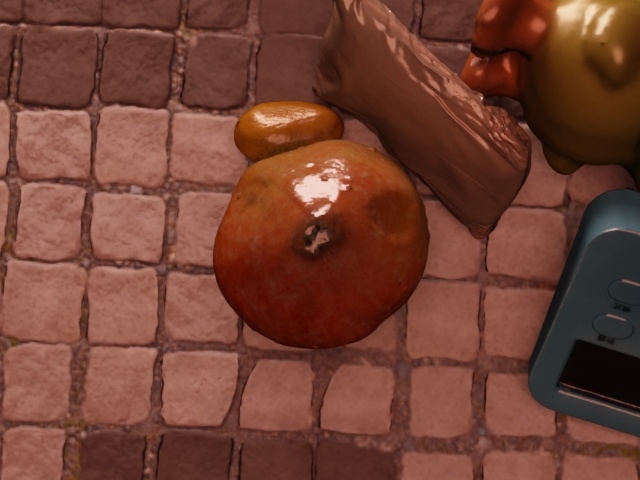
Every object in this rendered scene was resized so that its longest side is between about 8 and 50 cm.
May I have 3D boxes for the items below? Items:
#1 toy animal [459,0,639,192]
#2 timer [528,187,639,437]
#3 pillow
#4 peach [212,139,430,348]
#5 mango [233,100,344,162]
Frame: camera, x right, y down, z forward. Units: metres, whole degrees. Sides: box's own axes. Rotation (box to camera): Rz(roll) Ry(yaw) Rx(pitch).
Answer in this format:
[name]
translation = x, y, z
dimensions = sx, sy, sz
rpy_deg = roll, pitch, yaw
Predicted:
[toy animal]
translation = 0.311, -0.154, 1.418
dimensions = 0.338, 0.216, 0.191
rpy_deg = 26, 60, 9
[timer]
translation = 0.335, 0.096, 1.399
dimensions = 0.231, 0.091, 0.250
rpy_deg = 16, 120, 3
[pillow]
translation = 0.094, -0.128, 1.446
dimensions = 0.270, 0.173, 0.067
rpy_deg = 42, 61, 6
[peach]
translation = 0.000, 0.000, 1.400
dimensions = 0.232, 0.232, 0.233
rpy_deg = 0, 85, 2
[mango]
translation = -0.032, -0.111, 1.484
dimensions = 0.114, 0.079, 0.057
rpy_deg = -5, 127, 6
